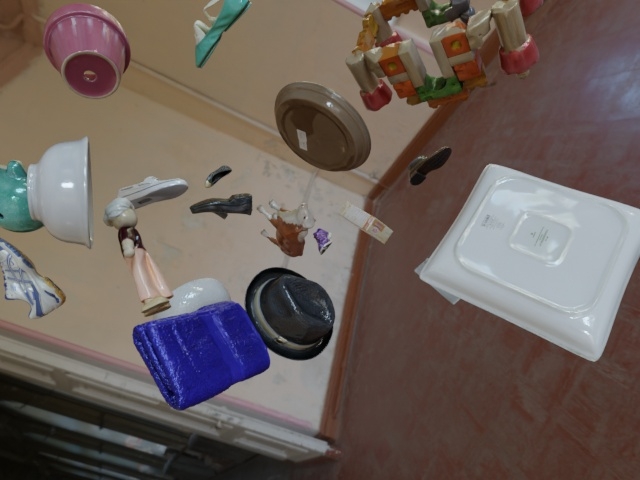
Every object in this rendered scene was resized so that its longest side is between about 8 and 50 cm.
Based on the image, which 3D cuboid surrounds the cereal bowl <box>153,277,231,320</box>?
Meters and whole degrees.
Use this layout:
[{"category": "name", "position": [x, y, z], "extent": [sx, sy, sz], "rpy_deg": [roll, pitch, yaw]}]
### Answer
[{"category": "cereal bowl", "position": [-0.521, 0.325, 1.864], "extent": [0.141, 0.339, 0.338], "rpy_deg": [48, 123, 29]}]

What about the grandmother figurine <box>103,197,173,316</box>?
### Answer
[{"category": "grandmother figurine", "position": [-0.513, 0.038, 1.227], "extent": [0.342, 0.104, 0.208], "rpy_deg": [65, 151, 11]}]

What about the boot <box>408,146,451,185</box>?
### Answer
[{"category": "boot", "position": [0.450, -0.340, 1.852], "extent": [0.219, 0.082, 0.106], "rpy_deg": [-42, 37, 32]}]

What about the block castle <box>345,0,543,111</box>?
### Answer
[{"category": "block castle", "position": [0.316, -0.513, 1.136], "extent": [0.454, 0.213, 0.302], "rpy_deg": [-4, 56, 35]}]

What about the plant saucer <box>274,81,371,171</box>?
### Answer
[{"category": "plant saucer", "position": [-0.004, -0.271, 1.108], "extent": [0.041, 0.278, 0.278], "rpy_deg": [-58, 8, -25]}]

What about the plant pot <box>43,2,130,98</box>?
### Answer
[{"category": "plant pot", "position": [-0.584, -0.462, 1.111], "extent": [0.201, 0.202, 0.180], "rpy_deg": [-57, 45, 36]}]

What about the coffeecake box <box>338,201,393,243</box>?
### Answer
[{"category": "coffeecake box", "position": [0.188, -0.075, 1.824], "extent": [0.185, 0.142, 0.068], "rpy_deg": [37, 94, 45]}]

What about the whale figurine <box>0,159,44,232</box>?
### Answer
[{"category": "whale figurine", "position": [-0.866, -0.129, 1.186], "extent": [0.216, 0.272, 0.141], "rpy_deg": [-43, 19, 29]}]

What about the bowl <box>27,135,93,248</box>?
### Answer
[{"category": "bowl", "position": [-0.661, -0.122, 1.122], "extent": [0.298, 0.134, 0.297], "rpy_deg": [179, 90, -64]}]

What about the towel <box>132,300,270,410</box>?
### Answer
[{"category": "towel", "position": [-0.272, 0.258, 1.070], "extent": [0.076, 0.227, 0.308], "rpy_deg": [-49, -21, 27]}]

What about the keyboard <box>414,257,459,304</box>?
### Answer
[{"category": "keyboard", "position": [0.409, 0.135, 1.505], "extent": [0.072, 0.014, 0.256], "rpy_deg": [-48, 27, 4]}]

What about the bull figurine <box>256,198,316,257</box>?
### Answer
[{"category": "bull figurine", "position": [-0.111, -0.043, 1.457], "extent": [0.101, 0.188, 0.310], "rpy_deg": [-45, -15, -25]}]

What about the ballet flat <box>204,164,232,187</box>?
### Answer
[{"category": "ballet flat", "position": [-0.516, -0.322, 2.203], "extent": [0.173, 0.049, 0.057], "rpy_deg": [-50, -28, -30]}]

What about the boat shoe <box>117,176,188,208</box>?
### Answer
[{"category": "boat shoe", "position": [-0.598, -0.184, 1.548], "extent": [0.095, 0.259, 0.084], "rpy_deg": [75, 180, -71]}]

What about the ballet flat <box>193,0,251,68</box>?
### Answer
[{"category": "ballet flat", "position": [-0.295, -0.592, 1.207], "extent": [0.247, 0.087, 0.083], "rpy_deg": [-39, 31, 28]}]

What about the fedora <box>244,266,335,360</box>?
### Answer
[{"category": "fedora", "position": [-0.068, 0.211, 1.402], "extent": [0.153, 0.334, 0.333], "rpy_deg": [-38, 29, 46]}]

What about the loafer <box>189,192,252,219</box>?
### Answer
[{"category": "loafer", "position": [-0.268, -0.085, 1.197], "extent": [0.062, 0.170, 0.061], "rpy_deg": [-127, 31, -67]}]

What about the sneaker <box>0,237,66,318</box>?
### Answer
[{"category": "sneaker", "position": [-0.967, 0.123, 1.397], "extent": [0.131, 0.296, 0.112], "rpy_deg": [-42, 13, -20]}]

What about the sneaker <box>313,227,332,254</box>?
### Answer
[{"category": "sneaker", "position": [0.000, 0.000, 1.685], "extent": [0.068, 0.071, 0.170], "rpy_deg": [-52, 12, 15]}]

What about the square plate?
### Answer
[{"category": "square plate", "position": [0.431, 0.007, 0.874], "extent": [0.347, 0.344, 0.049], "rpy_deg": [-53, -28, -20]}]
